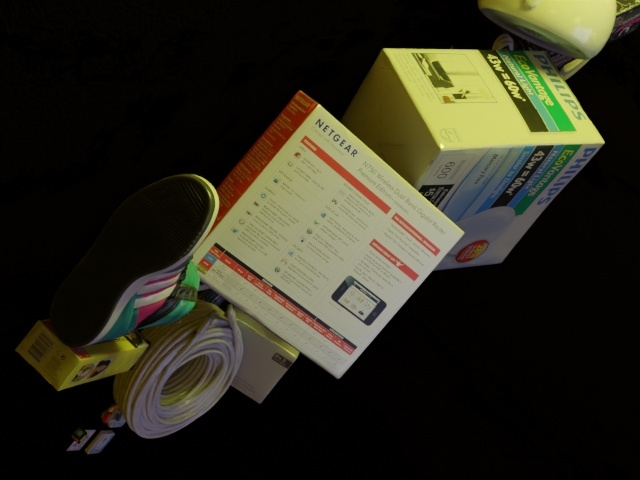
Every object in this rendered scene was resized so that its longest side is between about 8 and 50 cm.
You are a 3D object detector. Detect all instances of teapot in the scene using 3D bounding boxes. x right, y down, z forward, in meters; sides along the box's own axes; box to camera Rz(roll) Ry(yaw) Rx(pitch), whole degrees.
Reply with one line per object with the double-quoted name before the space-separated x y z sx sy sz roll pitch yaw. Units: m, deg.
"teapot" 0.400 -0.434 1.939 0.187 0.252 0.256 -64 -153 6

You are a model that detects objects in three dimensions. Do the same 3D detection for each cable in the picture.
"cable" -0.248 0.224 2.003 0.257 0.089 0.257 -40 150 -17

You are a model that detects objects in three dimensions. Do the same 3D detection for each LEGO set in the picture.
"LEGO set" -0.383 0.338 2.145 0.182 0.060 0.244 -50 169 -3

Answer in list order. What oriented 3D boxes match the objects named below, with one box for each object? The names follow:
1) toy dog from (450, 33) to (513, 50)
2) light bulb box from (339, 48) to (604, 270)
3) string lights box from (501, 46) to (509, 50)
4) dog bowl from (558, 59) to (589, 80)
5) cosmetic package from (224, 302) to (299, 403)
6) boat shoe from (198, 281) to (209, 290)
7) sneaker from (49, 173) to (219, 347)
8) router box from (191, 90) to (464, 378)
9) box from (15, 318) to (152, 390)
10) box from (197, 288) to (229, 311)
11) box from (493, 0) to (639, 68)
"toy dog" 0.243 -0.278 2.183 0.220 0.161 0.333 -41 153 -13
"light bulb box" 0.219 -0.131 1.971 0.361 0.225 0.358 -5 146 -32
"string lights box" 0.361 -0.310 2.592 0.259 0.077 0.133 -54 168 32
"dog bowl" 0.587 -0.536 2.452 0.408 0.150 0.408 -45 170 -11
"cosmetic package" -0.117 0.177 2.196 0.151 0.151 0.183 -54 -175 35
"boat shoe" -0.142 0.013 1.794 0.254 0.095 0.079 -10 149 -53
"sneaker" -0.204 0.024 1.496 0.295 0.124 0.178 -43 167 23
"router box" 0.000 0.000 1.696 0.301 0.335 0.082 -49 -149 3
"box" -0.326 0.149 1.601 0.058 0.087 0.232 -51 168 11
"box" -0.205 0.120 2.109 0.094 0.027 0.137 -41 168 -25
"box" 0.471 -0.440 2.166 0.247 0.163 0.142 -27 165 -9
